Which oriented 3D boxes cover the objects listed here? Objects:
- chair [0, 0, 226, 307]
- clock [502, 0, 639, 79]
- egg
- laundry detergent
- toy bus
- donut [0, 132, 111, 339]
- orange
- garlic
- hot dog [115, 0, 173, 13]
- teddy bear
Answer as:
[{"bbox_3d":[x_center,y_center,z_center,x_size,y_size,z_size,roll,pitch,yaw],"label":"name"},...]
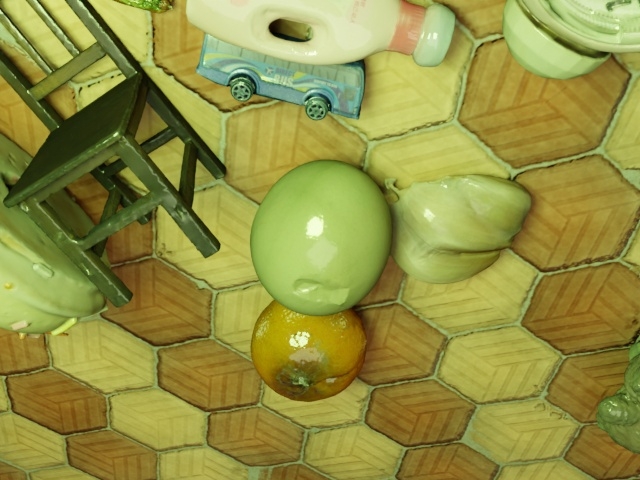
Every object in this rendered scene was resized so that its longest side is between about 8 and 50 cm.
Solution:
[{"bbox_3d":[-0.329,-0.150,0.971,0.203,0.241,0.416,-27,123,18],"label":"chair"},{"bbox_3d":[0.344,-0.359,0.778,0.325,0.184,0.342,-11,123,21],"label":"clock"},{"bbox_3d":[0.000,0.000,1.088,0.218,0.219,0.269,10,128,-3],"label":"egg"},{"bbox_3d":[0.005,-0.300,0.905,0.334,0.088,0.159,15,105,-7],"label":"laundry detergent"},{"bbox_3d":[-0.050,-0.237,0.983,0.236,0.079,0.094,13,128,-5],"label":"toy bus"},{"bbox_3d":[-0.472,-0.017,1.032,0.142,0.383,0.383,-39,119,5],"label":"donut"},{"bbox_3d":[-0.020,0.198,1.290,0.223,0.170,0.224,4,131,5],"label":"orange"},{"bbox_3d":[0.199,-0.014,1.130,0.227,0.110,0.217,14,134,-6],"label":"garlic"},{"bbox_3d":[-0.258,-0.338,0.945,0.133,0.041,0.056,19,130,-10],"label":"hot dog"},{"bbox_3d":[0.614,0.282,1.295,0.235,0.151,0.267,-19,127,-16],"label":"teddy bear"}]
